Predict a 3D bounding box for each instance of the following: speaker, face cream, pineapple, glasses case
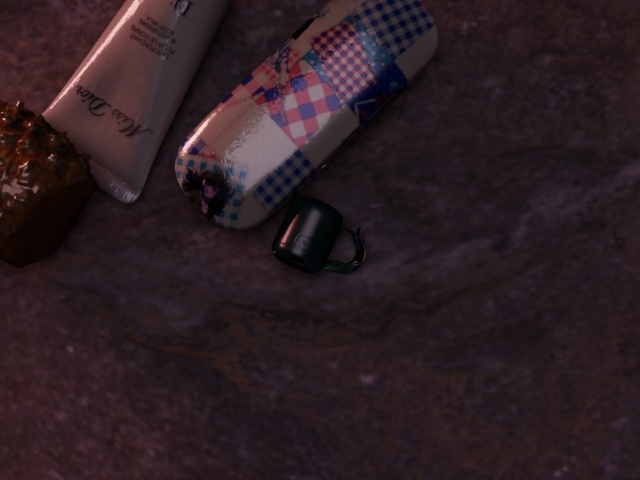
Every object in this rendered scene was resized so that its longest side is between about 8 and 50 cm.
[{"bbox_3d":[0.000,0.000,1.615,0.094,0.060,0.075,29,83,-30],"label":"speaker"},{"bbox_3d":[-0.181,-0.205,1.635,0.143,0.089,0.314,32,96,6],"label":"face cream"},{"bbox_3d":[-0.372,-0.103,1.599,0.279,0.158,0.158,41,86,16],"label":"pineapple"},{"bbox_3d":[-0.013,-0.147,1.616,0.327,0.076,0.125,-44,85,-3],"label":"glasses case"}]
